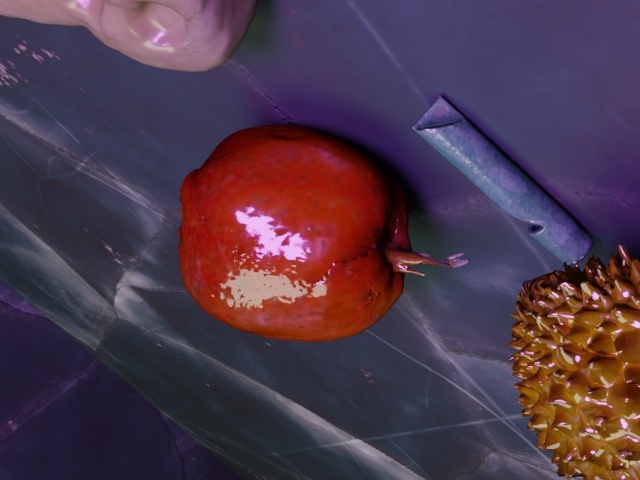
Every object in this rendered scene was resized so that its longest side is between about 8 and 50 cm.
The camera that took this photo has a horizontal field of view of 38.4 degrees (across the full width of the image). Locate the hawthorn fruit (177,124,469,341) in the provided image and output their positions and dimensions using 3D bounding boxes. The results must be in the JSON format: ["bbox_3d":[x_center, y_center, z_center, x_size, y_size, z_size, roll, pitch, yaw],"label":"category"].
[{"bbox_3d":[0.000,0.000,0.869,0.299,0.211,0.211,11,149,25],"label":"hawthorn fruit"}]

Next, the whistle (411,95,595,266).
[{"bbox_3d":[0.155,-0.048,0.778,0.186,0.039,0.039,40,155,-15],"label":"whistle"}]

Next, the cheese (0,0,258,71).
[{"bbox_3d":[-0.226,-0.294,0.668,0.351,0.129,0.328,24,157,16],"label":"cheese"}]

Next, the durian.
[{"bbox_3d":[0.280,0.105,0.677,0.293,0.258,0.258,0,177,-36],"label":"durian"}]
